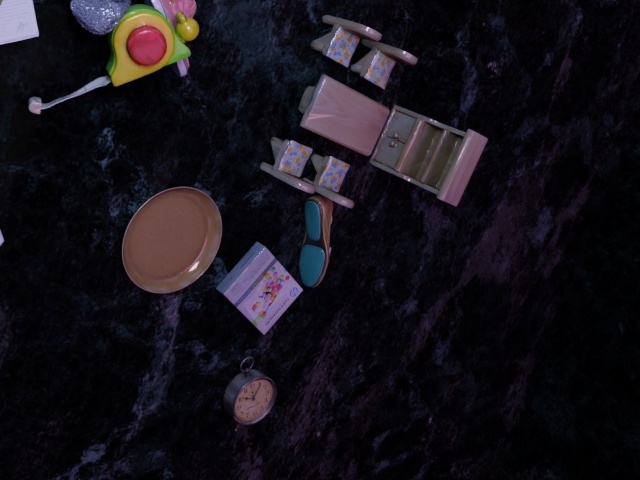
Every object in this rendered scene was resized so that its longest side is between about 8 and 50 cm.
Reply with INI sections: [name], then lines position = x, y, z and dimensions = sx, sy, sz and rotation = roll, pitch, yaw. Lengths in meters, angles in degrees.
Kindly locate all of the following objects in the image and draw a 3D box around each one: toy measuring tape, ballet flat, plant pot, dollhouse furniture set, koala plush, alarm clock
[toy measuring tape]
position = -0.371, -0.332, 1.564
dimensions = 0.330, 0.121, 0.121
rotation = -24, 128, -9
[ballet flat]
position = 0.000, 0.000, 2.108
dimensions = 0.073, 0.080, 0.232
rotation = -27, 130, -48
[plant pot]
position = -0.312, -0.004, 1.855
dimensions = 0.236, 0.032, 0.236
rotation = -20, 123, -34
[dollhouse furniture set]
position = 0.137, -0.238, 1.975
dimensions = 0.394, 0.256, 0.362
rotation = 18, 98, -45
[koala plush]
position = -0.386, -0.483, 1.466
dimensions = 0.221, 0.203, 0.196
rotation = 41, 94, -25
[alarm clock]
position = -0.173, 0.358, 2.144
dimensions = 0.129, 0.064, 0.192
rotation = -21, 126, -33

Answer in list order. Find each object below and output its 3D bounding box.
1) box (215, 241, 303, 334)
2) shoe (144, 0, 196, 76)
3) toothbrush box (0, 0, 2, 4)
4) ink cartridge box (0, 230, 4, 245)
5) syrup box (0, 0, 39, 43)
[box]
position = -0.139, 0.113, 2.067
dimensions = 0.145, 0.038, 0.186
rotation = -49, 136, -11
[shoe]
position = -0.263, -0.399, 1.669
dimensions = 0.081, 0.063, 0.178
rotation = -31, 125, -19
[toothbrush box]
position = -0.588, -0.350, 1.211
dimensions = 0.283, 0.122, 0.206
rotation = -23, 169, -45
[ink cartridge box]
position = -0.684, -0.071, 1.400
dimensions = 0.270, 0.151, 0.396
rotation = -29, 126, -29
[syrup box]
position = -0.522, -0.436, 1.398
dimensions = 0.096, 0.093, 0.237
rotation = -22, 124, -32
